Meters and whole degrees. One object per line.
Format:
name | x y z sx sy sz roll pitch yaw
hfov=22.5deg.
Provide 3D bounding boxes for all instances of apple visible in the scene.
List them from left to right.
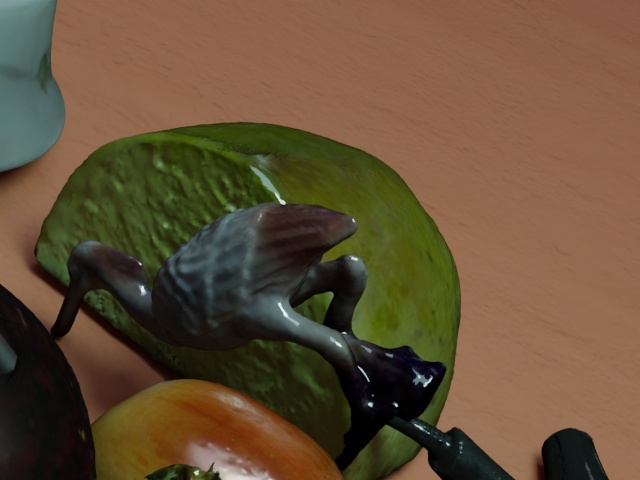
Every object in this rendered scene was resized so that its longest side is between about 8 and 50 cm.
apple | -0.081 0.176 1.054 0.199 0.199 0.199 18 37 -14

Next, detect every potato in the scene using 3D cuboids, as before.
potato | 0.000 0.000 1.287 0.330 0.213 0.280 39 34 16

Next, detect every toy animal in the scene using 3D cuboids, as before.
toy animal | -0.071 0.040 1.116 0.324 0.195 0.090 18 34 24

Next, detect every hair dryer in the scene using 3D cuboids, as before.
hair dryer | 0.147 0.176 1.215 0.271 0.091 0.235 40 22 -23

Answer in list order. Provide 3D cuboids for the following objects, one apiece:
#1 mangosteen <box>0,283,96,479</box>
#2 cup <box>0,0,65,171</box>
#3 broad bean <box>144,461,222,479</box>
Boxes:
mangosteen | -0.274 0.133 0.905 0.311 0.311 0.311 18 37 -14
cup | -0.353 -0.210 1.312 0.347 0.163 0.347 19 27 -10
broad bean | -0.117 0.269 0.921 0.049 0.144 0.292 13 79 -39
